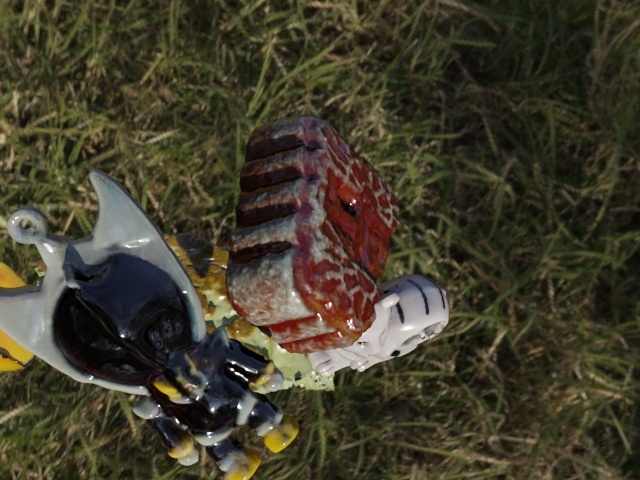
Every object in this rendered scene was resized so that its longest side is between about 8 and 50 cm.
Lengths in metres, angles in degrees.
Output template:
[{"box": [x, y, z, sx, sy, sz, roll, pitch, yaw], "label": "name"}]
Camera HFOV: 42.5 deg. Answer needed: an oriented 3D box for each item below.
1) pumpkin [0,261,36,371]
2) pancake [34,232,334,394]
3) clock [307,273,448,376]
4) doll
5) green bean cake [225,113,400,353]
[{"box": [-0.666, 0.119, 1.512, 0.312, 0.148, 0.169, 32, 52, -28], "label": "pumpkin"}, {"box": [-0.146, 0.103, 0.951, 0.376, 0.054, 0.197, 28, 64, -10], "label": "pancake"}, {"box": [0.075, 0.085, 0.929, 0.176, 0.117, 0.080, -17, 68, -26], "label": "clock"}, {"box": [-0.146, 0.084, 0.721, 0.316, 0.145, 0.103, 48, 27, -13], "label": "doll"}, {"box": [0.000, 0.000, 0.843, 0.198, 0.097, 0.233, 46, 41, -44], "label": "green bean cake"}]
